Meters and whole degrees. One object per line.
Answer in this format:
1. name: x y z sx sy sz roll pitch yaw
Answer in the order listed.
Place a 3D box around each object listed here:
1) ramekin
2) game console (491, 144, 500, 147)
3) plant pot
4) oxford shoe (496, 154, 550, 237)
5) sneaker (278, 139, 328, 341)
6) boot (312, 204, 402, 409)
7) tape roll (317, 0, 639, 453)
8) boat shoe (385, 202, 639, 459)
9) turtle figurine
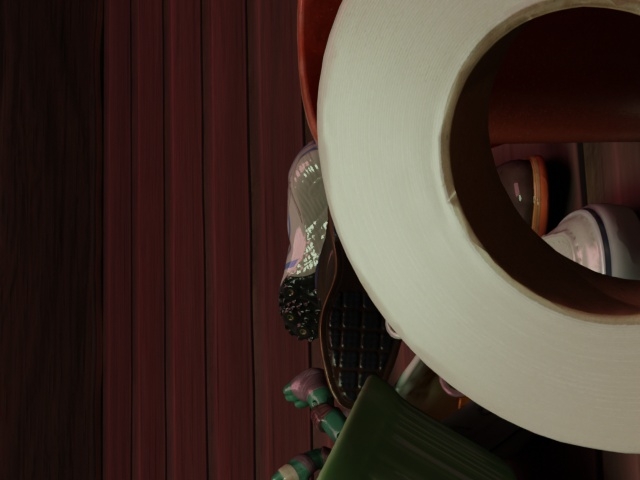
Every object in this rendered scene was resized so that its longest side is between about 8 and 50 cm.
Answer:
1. ramekin: 0.038 0.274 1.520 0.303 0.148 0.303 -63 -3 -7
2. game console: 0.173 -0.164 1.616 0.085 0.124 0.144 50 141 27
3. plant pot: 0.148 -0.182 1.393 0.272 0.265 0.272 -176 90 -72
4. oxford shoe: 0.127 -0.008 1.697 0.271 0.098 0.097 133 137 -64
5. sneaker: 0.000 0.000 2.149 0.086 0.085 0.237 -58 -25 -70
6. boot: 0.035 0.053 1.737 0.106 0.082 0.219 110 164 -77
7. tape roll: 0.183 -0.057 1.153 0.072 0.392 0.392 -35 -37 -56
8. boat shoe: 0.134 0.079 1.563 0.367 0.156 0.136 124 145 -59
9. turtle figurine: 0.035 0.237 1.915 0.118 0.175 0.234 -34 37 16
